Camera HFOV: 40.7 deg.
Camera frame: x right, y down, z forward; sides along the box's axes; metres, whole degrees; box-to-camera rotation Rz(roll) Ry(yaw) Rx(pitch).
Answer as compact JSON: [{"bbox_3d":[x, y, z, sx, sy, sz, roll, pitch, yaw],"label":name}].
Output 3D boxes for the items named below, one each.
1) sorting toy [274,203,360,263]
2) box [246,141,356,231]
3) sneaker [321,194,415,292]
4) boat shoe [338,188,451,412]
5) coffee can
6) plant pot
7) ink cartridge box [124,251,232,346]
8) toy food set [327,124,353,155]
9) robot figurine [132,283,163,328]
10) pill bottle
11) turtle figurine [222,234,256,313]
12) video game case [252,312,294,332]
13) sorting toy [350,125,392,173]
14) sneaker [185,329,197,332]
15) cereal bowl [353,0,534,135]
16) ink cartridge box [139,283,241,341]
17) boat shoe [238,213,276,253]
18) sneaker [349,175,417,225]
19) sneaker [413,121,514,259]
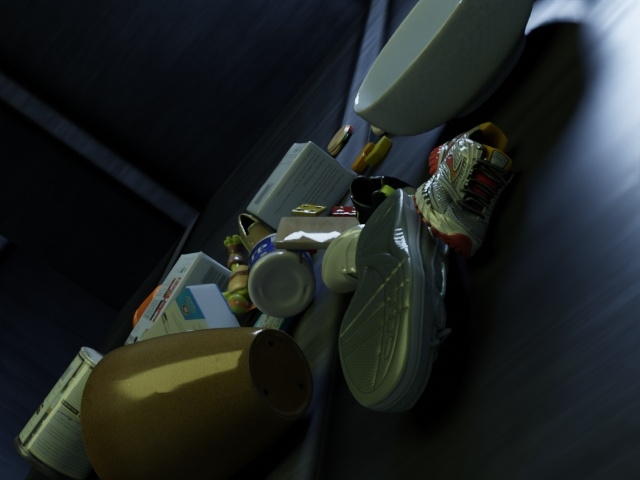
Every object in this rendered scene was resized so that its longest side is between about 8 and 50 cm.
[{"bbox_3d":[0.000,0.000,1.357,0.274,0.132,0.046,-83,-7,-71],"label":"sorting toy"},{"bbox_3d":[-0.043,-0.094,1.734,0.182,0.119,0.181,-54,13,-3],"label":"box"},{"bbox_3d":[0.069,0.026,1.142,0.212,0.080,0.094,-41,30,40],"label":"sneaker"},{"bbox_3d":[0.094,0.063,0.913,0.118,0.103,0.320,-49,17,27],"label":"boat shoe"},{"bbox_3d":[-0.579,0.428,2.100,0.275,0.202,0.201,-55,13,-5],"label":"coffee can"},{"bbox_3d":[-0.140,0.212,1.131,0.254,0.237,0.237,-26,27,34],"label":"plant pot"},{"bbox_3d":[-0.325,0.174,2.018,0.271,0.130,0.309,-58,13,-10],"label":"ink cartridge box"},{"bbox_3d":[0.046,-0.236,2.012,0.082,0.020,0.083,-52,12,7],"label":"toy food set"},{"bbox_3d":[-0.417,0.198,2.295,0.219,0.128,0.158,-44,56,38],"label":"robot figurine"},{"bbox_3d":[-0.068,0.050,1.465,0.112,0.112,0.186,-52,13,8],"label":"pill bottle"},{"bbox_3d":[-0.144,0.072,1.739,0.270,0.087,0.217,-28,34,29],"label":"turtle figurine"},{"bbox_3d":[-0.106,0.177,1.488,0.119,0.015,0.166,-57,13,-14],"label":"video game case"},{"bbox_3d":[0.161,-0.269,1.639,0.307,0.041,0.229,-56,13,-11],"label":"sorting toy"},{"bbox_3d":[-0.153,0.193,1.416,0.232,0.115,0.090,89,176,-81],"label":"sneaker"},{"bbox_3d":[0.206,-0.291,1.316,0.339,0.141,0.339,-49,14,16],"label":"cereal bowl"},{"bbox_3d":[-0.243,0.192,1.629,0.082,0.139,0.190,-5,-33,-49],"label":"ink cartridge box"},{"bbox_3d":[-0.116,-0.002,1.663,0.068,0.072,0.190,-32,32,-18],"label":"boat shoe"},{"bbox_3d":[0.086,-0.066,1.253,0.084,0.097,0.235,-55,13,-7],"label":"sneaker"},{"bbox_3d":[0.169,-0.067,0.988,0.093,0.088,0.225,-38,22,33],"label":"sneaker"}]
